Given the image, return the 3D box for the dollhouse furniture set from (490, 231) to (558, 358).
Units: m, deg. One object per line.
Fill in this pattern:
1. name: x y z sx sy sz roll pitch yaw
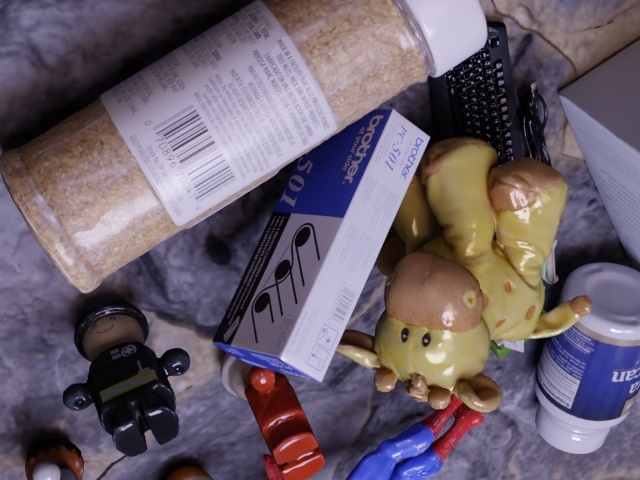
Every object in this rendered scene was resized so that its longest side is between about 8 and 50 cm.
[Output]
1. dollhouse furniture set: 0.159 0.032 1.238 0.058 0.076 0.152 -29 144 -11

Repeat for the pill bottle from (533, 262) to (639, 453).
1. pill bottle: 0.247 0.111 1.314 0.094 0.094 0.169 -7 132 -20

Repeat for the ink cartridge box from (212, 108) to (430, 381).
1. ink cartridge box: 0.000 0.000 1.103 0.046 0.097 0.207 33 75 -33

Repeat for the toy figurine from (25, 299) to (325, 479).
1. toy figurine: -0.125 0.169 1.171 0.213 0.148 0.210 13 117 -31

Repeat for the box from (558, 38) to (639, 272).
1. box: 0.386 -0.025 1.259 0.215 0.168 0.345 -34 125 -3

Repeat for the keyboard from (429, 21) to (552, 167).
1. keyboard: 0.148 -0.090 1.202 0.100 0.038 0.192 -20 124 -12

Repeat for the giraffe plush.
1. giraffe plush: 0.097 0.044 1.132 0.170 0.181 0.210 -44 119 -45

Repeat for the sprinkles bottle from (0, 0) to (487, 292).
1. sprinkles bottle: -0.055 -0.103 1.056 0.355 0.121 0.121 -32 125 -4

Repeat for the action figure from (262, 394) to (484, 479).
1. action figure: 0.005 0.212 1.275 0.280 0.139 0.091 -47 146 -22
